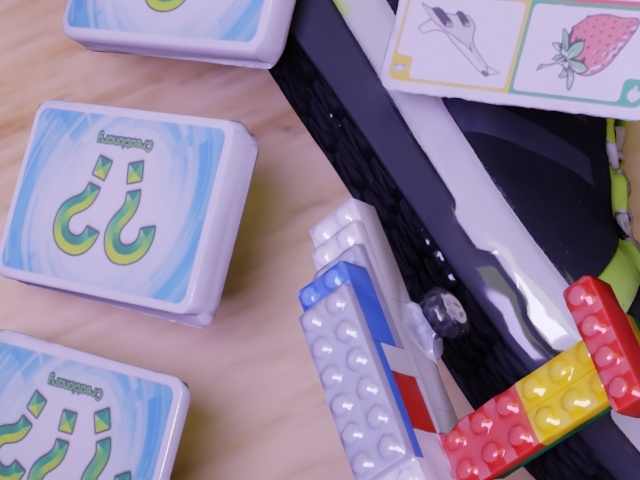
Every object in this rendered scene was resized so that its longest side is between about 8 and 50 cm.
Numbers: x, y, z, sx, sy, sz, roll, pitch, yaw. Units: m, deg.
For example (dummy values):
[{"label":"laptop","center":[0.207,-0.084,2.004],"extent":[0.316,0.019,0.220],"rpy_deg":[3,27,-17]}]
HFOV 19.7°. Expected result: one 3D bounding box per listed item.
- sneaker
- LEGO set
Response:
[{"label":"sneaker","center":[0.054,-0.036,0.479],"extent":[0.097,0.084,0.235],"rpy_deg":[-28,69,-8]},{"label":"LEGO set","center":[0.000,0.000,0.404],"extent":[0.244,0.060,0.182],"rpy_deg":[12,85,41]}]
